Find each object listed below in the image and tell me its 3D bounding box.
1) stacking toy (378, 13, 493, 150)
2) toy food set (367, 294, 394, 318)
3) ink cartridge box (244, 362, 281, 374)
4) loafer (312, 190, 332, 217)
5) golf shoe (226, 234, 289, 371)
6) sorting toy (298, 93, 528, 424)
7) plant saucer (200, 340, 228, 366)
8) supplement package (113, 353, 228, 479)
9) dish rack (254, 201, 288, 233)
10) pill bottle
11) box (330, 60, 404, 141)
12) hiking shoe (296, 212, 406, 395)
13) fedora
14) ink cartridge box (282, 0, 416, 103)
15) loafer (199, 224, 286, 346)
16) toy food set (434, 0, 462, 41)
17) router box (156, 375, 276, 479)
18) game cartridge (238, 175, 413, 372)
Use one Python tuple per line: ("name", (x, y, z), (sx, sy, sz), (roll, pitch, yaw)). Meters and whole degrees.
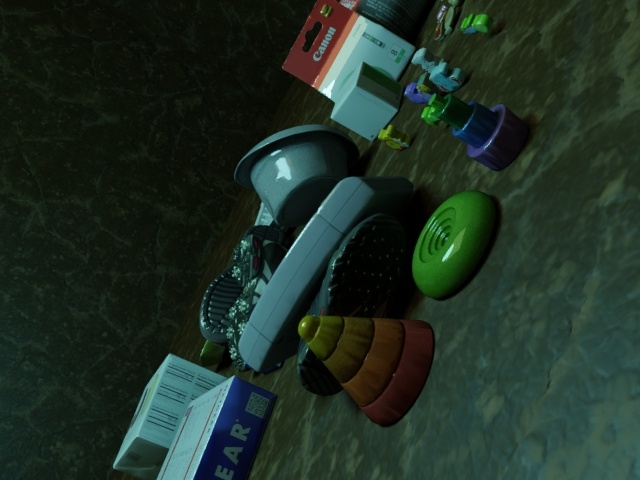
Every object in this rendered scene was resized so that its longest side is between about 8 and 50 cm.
("stacking toy", (0.178, -0.237, 1.001), (0.167, 0.052, 0.221), (-66, 15, -10))
("toy food set", (0.066, 0.092, 0.817), (0.083, 0.020, 0.083), (-55, 14, 27))
("ink cartridge box", (-0.071, 0.137, 1.198), (0.097, 0.046, 0.207), (-41, 25, 61))
("loafer", (0.000, 0.000, 1.131), (0.223, 0.076, 0.078), (-64, 5, -22))
("golf shoe", (-0.115, 0.125, 1.288), (0.105, 0.120, 0.273), (-26, 56, 59))
("sorting toy", (0.088, 0.002, 0.686), (0.366, 0.126, 0.127), (-64, 13, -4))
("plant saucer", (-0.233, 0.220, 1.595), (0.188, 0.045, 0.188), (113, 179, -69))
("supplement package", (-0.326, 0.398, 1.422), (0.194, 0.149, 0.203), (-50, 18, 42))
("dish rack", (-0.089, -0.115, 1.725), (0.285, 0.072, 0.333), (-50, 18, 41))
("pill bottle", (0.131, -0.507, 1.437), (0.319, 0.176, 0.176), (-62, 13, 3))
("box", (0.092, -0.272, 1.274), (0.102, 0.101, 0.087), (-48, 20, 48))
("hiking shoe", (0.024, 0.067, 0.787), (0.227, 0.086, 0.114), (-63, 15, -4))
("fedora", (-0.038, -0.110, 1.295), (0.275, 0.243, 0.124), (-36, 57, 45))
("ink cartridge box", (0.057, -0.378, 1.349), (0.181, 0.224, 0.056), (-59, 9, 16))
("loafer", (-0.158, 0.116, 1.462), (0.366, 0.133, 0.130), (-63, -17, -49))
("toy food set", (0.236, -0.415, 1.201), (0.078, 0.019, 0.122), (144, 143, -64))
("router box", (-0.215, 0.422, 1.095), (0.301, 0.082, 0.336), (-41, 25, 58))
("game cartridge", (0.007, 0.040, 0.878), (0.297, 0.062, 0.198), (-57, -23, 19))
